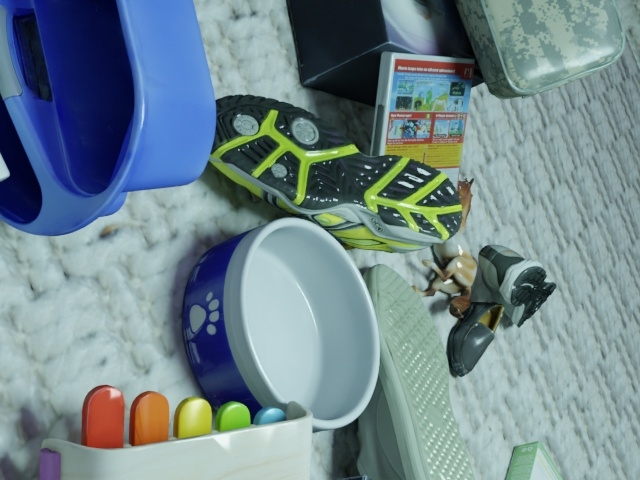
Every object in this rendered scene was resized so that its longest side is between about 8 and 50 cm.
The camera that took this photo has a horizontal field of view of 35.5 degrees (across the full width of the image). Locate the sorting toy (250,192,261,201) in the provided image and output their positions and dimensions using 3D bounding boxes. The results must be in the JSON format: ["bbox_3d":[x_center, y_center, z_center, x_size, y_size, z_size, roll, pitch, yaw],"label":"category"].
[{"bbox_3d":[-0.091,-0.085,1.355,0.083,0.012,0.062,-28,97,-55],"label":"sorting toy"}]

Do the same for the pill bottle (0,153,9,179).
[{"bbox_3d":[-0.386,-0.154,0.870,0.152,0.152,0.272,-37,105,-54],"label":"pill bottle"}]

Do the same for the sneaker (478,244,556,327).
[{"bbox_3d":[0.341,0.072,1.758,0.108,0.100,0.271,41,-4,27],"label":"sneaker"}]

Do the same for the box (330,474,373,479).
[{"bbox_3d":[0.052,0.493,1.126,0.312,0.179,0.343,41,45,-34],"label":"box"}]

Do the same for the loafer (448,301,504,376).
[{"bbox_3d":[0.260,0.158,1.669,0.062,0.061,0.170,54,39,-24],"label":"loafer"}]

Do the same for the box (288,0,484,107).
[{"bbox_3d":[0.101,-0.385,1.616,0.296,0.183,0.294,6,71,-52],"label":"box"}]

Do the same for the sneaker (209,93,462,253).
[{"bbox_3d":[-0.003,-0.064,1.335,0.385,0.147,0.145,24,56,-19],"label":"sneaker"}]

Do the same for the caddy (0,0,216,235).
[{"bbox_3d":[-0.252,-0.172,0.985,0.179,0.241,0.341,0,74,-58],"label":"caddy"}]

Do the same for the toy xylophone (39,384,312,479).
[{"bbox_3d":[-0.128,0.270,1.009,0.323,0.081,0.236,9,88,-40],"label":"toy xylophone"}]

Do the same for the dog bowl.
[{"bbox_3d":[-0.044,0.110,1.245,0.265,0.104,0.264,27,54,-45],"label":"dog bowl"}]

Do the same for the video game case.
[{"bbox_3d":[0.149,-0.137,1.516,0.204,0.025,0.285,-7,108,-46],"label":"video game case"}]

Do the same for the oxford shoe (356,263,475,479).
[{"bbox_3d":[0.103,0.219,1.387,0.169,0.130,0.449,30,37,-36],"label":"oxford shoe"}]

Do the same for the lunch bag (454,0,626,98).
[{"bbox_3d":[0.308,-0.376,1.553,0.256,0.213,0.305,-160,-131,-82],"label":"lunch bag"}]

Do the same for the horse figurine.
[{"bbox_3d":[0.208,0.012,1.669,0.174,0.066,0.263,8,65,-45],"label":"horse figurine"}]

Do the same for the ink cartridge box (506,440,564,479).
[{"bbox_3d":[0.356,0.475,1.655,0.171,0.056,0.235,57,35,-19],"label":"ink cartridge box"}]

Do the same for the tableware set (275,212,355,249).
[{"bbox_3d":[0.000,0.000,1.428,0.154,0.024,0.104,-7,80,-55],"label":"tableware set"}]
